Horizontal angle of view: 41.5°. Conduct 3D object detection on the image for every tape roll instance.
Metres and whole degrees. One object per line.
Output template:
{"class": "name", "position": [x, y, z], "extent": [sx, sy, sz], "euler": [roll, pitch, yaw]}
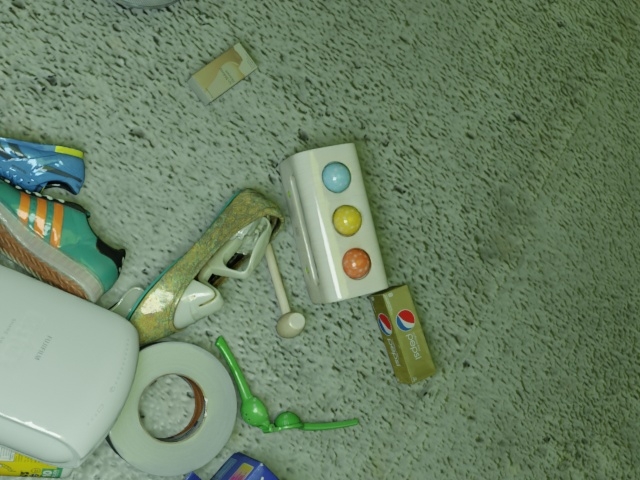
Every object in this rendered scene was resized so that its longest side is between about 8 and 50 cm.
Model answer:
{"class": "tape roll", "position": [-0.254, 0.277, 1.407], "extent": [0.219, 0.072, 0.219], "euler": [3, 83, -24]}

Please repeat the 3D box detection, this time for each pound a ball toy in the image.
{"class": "pound a ball toy", "position": [0.000, 0.000, 1.515], "extent": [0.208, 0.136, 0.319], "euler": [-12, 88, -24]}

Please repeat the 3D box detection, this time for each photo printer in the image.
{"class": "photo printer", "position": [-0.432, 0.182, 1.247], "extent": [0.308, 0.107, 0.256], "euler": [25, 44, -8]}

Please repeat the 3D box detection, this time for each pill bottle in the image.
{"class": "pill bottle", "position": [-0.479, 0.297, 1.281], "extent": [0.209, 0.118, 0.117], "euler": [10, 80, -23]}

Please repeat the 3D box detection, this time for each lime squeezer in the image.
{"class": "lime squeezer", "position": [-0.076, 0.297, 1.503], "extent": [0.310, 0.059, 0.109], "euler": [33, 42, -15]}

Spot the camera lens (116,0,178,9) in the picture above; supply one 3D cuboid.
{"class": "camera lens", "position": [-0.272, -0.519, 1.378], "extent": [0.220, 0.274, 0.219], "euler": [3, 83, -24]}

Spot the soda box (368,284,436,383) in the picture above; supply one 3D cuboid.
{"class": "soda box", "position": [0.155, 0.178, 1.602], "extent": [0.058, 0.061, 0.181], "euler": [-21, 93, -25]}

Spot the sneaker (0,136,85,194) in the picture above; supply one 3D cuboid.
{"class": "sneaker", "position": [-0.484, -0.116, 1.351], "extent": [0.210, 0.069, 0.082], "euler": [7, 79, -24]}

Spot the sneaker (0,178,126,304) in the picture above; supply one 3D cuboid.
{"class": "sneaker", "position": [-0.448, -0.026, 1.349], "extent": [0.302, 0.108, 0.121], "euler": [41, 51, -9]}

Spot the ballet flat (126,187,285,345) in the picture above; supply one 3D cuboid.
{"class": "ballet flat", "position": [-0.184, 0.055, 1.428], "extent": [0.123, 0.123, 0.348], "euler": [45, 67, -13]}

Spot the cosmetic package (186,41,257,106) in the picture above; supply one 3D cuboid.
{"class": "cosmetic package", "position": [-0.177, -0.300, 1.523], "extent": [0.115, 0.041, 0.060], "euler": [-43, 102, -22]}

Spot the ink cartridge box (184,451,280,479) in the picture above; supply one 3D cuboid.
{"class": "ink cartridge box", "position": [-0.116, 0.544, 1.398], "extent": [0.395, 0.151, 0.270], "euler": [46, 69, -11]}

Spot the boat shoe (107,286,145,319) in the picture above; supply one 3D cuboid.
{"class": "boat shoe", "position": [-0.340, 0.128, 1.405], "extent": [0.046, 0.038, 0.125], "euler": [39, 68, 5]}
